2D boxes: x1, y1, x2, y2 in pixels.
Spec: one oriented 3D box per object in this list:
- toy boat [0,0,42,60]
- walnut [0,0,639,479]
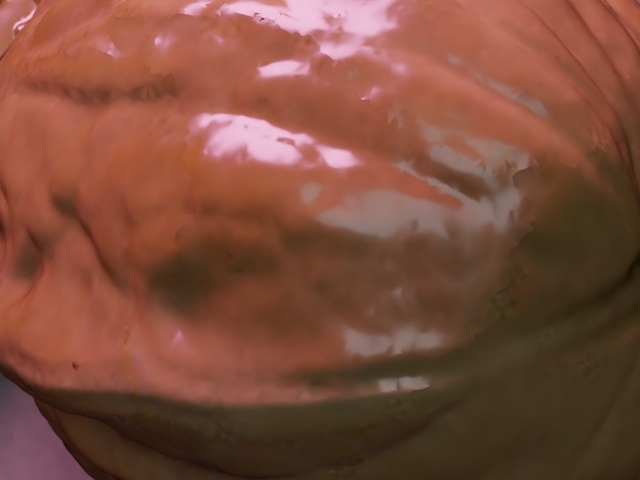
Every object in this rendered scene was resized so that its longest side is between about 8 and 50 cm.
[{"bbox_3d":[-0.138,-0.025,0.627,0.077,0.057,0.200,31,77,-1],"label":"toy boat"},{"bbox_3d":[0.000,0.000,0.533,0.261,0.225,0.225,10,72,42],"label":"walnut"}]
